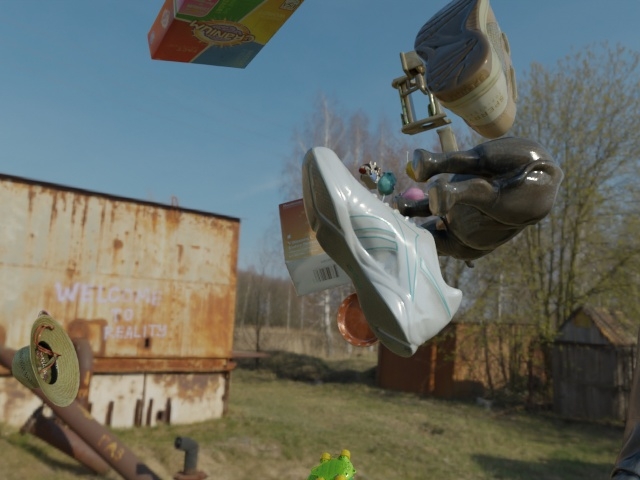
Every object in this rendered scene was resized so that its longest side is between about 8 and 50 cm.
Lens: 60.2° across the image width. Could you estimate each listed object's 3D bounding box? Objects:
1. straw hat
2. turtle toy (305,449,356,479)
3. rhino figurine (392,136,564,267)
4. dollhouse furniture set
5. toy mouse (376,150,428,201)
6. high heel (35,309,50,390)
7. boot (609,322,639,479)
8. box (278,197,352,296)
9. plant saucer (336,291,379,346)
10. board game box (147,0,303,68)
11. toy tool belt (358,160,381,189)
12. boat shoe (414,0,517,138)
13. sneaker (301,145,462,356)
[{"bbox_3d":[-0.432,0.190,0.844,0.061,0.144,0.144,-16,-8,-1],"label":"straw hat"},{"bbox_3d":[0.022,0.531,1.240,0.130,0.066,0.095,-18,23,21],"label":"turtle toy"},{"bbox_3d":[0.122,-0.018,0.479,0.106,0.073,0.243,-6,-16,-4],"label":"rhino figurine"},{"bbox_3d":[0.190,-0.255,1.090,0.101,0.181,0.161,-14,-10,23],"label":"dollhouse furniture set"},{"bbox_3d":[0.168,-0.113,1.168,0.143,0.161,0.031,-36,-37,-1],"label":"toy mouse"},{"bbox_3d":[-0.615,0.255,1.264,0.082,0.117,0.244,-13,24,-22],"label":"high heel"},{"bbox_3d":[0.383,0.251,0.640,0.223,0.338,0.118,-32,27,-20],"label":"boot"},{"bbox_3d":[0.000,0.000,1.012,0.130,0.170,0.091,-15,-49,2],"label":"box"},{"bbox_3d":[0.064,0.117,0.826,0.084,0.083,0.013,-2,-11,26],"label":"plant saucer"},{"bbox_3d":[-0.213,-0.486,1.202,0.242,0.064,0.316,-6,-9,-33],"label":"board game box"},{"bbox_3d":[0.119,-0.163,1.322,0.052,0.051,0.083,-3,-35,34],"label":"toy tool belt"},{"bbox_3d":[0.216,-0.264,0.810,0.122,0.341,0.110,-29,-59,33],"label":"boat shoe"},{"bbox_3d":[0.038,0.000,0.377,0.061,0.152,0.054,-28,-5,-21],"label":"sneaker"}]
